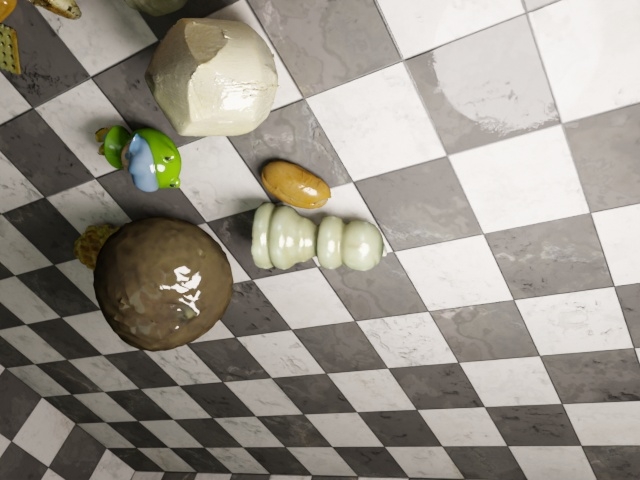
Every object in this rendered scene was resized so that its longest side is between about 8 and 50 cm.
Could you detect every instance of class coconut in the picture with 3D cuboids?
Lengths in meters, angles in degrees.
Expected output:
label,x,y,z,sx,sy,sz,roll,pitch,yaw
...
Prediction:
label,x,y,z,sx,sy,sz,roll,pitch,yaw
coconut,-0.229,-0.332,1.190,0.247,0.245,0.245,-7,148,-31

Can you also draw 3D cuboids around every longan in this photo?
label,x,y,z,sx,sy,sz,roll,pitch,yaw
longan,-0.450,0.122,1.654,0.390,0.391,0.391,11,136,11

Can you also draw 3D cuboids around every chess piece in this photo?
label,x,y,z,sx,sy,sz,roll,pitch,yaw
chess piece,0.000,0.000,1.504,0.330,0.182,0.182,6,135,15

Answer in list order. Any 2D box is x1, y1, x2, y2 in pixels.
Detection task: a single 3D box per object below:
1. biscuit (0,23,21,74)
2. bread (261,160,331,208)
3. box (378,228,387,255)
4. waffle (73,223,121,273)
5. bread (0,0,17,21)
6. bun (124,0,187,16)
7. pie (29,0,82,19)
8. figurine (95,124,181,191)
label,x,y,z,sx,sy,sz,roll,pitch,yaw
biscuit,-0.865,-0.509,1.456,0.231,0.016,0.139,22,136,-1
bread,-0.065,-0.134,1.469,0.189,0.077,0.114,25,133,0
box,0.142,0.007,1.561,0.054,0.024,0.083,-7,130,25
waffle,-0.656,0.064,1.904,0.324,0.068,0.302,-24,121,35
bread,-0.804,-0.531,1.355,0.239,0.074,0.092,-22,130,30
bun,-0.346,-0.534,1.162,0.183,0.102,0.183,9,137,9
pie,-0.615,-0.551,1.191,0.274,0.055,0.274,35,175,3
figurine,-0.472,-0.222,1.506,0.263,0.143,0.162,24,132,23
